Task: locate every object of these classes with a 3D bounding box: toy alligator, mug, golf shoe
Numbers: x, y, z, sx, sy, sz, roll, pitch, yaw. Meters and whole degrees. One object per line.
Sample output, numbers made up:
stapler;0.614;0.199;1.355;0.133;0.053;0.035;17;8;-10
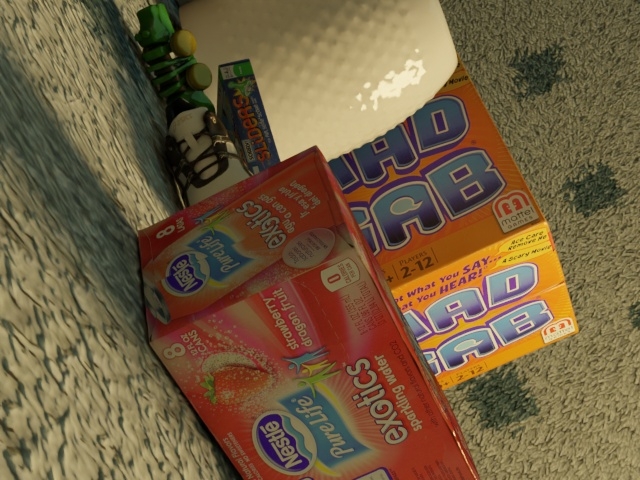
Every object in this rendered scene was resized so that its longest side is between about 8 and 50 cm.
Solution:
toy alligator;-0.166;-0.200;1.242;0.051;0.056;0.189;-41;112;-43
mug;-0.008;-0.294;1.644;0.276;0.328;0.374;-106;174;-59
golf shoe;-0.107;-0.067;1.095;0.094;0.077;0.198;59;-4;-30

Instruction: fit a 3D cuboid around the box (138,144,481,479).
box;0.001;0.105;0.895;0.300;0.154;0.142;61;6;-34

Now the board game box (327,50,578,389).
board game box;0.154;-0.001;1.913;0.356;0.356;0.356;58;9;-55

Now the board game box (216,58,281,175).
board game box;-0.077;-0.082;1.272;0.201;0.035;0.136;104;-30;-68

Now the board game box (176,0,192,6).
board game box;-0.154;-0.368;1.973;0.303;0.098;0.224;-105;170;-58
